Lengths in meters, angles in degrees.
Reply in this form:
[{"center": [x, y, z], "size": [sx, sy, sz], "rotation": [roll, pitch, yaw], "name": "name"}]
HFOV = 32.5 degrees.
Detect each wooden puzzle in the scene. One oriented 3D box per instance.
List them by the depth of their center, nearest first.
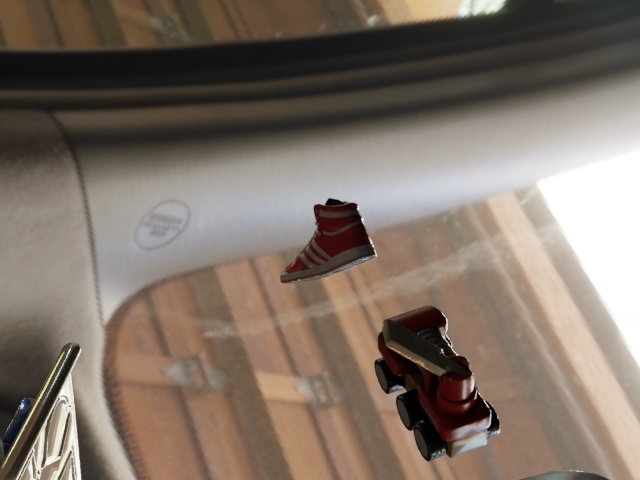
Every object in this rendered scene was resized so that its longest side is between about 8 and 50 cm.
[{"center": [-0.411, 0.360, 1.525], "size": [0.081, 0.347, 0.322], "rotation": [9, -150, 2], "name": "wooden puzzle"}]

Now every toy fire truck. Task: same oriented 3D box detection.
[{"center": [0.147, 0.170, 1.581], "size": [0.217, 0.158, 0.246], "rotation": [-121, 20, -45], "name": "toy fire truck"}]

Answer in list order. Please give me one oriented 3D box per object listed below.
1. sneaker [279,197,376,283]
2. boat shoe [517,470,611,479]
[{"center": [0.000, 0.000, 1.041], "size": [0.042, 0.118, 0.067], "rotation": [-9, -100, -47], "name": "sneaker"}, {"center": [0.052, 0.236, 0.665], "size": [0.121, 0.335, 0.119], "rotation": [48, -136, 3], "name": "boat shoe"}]
